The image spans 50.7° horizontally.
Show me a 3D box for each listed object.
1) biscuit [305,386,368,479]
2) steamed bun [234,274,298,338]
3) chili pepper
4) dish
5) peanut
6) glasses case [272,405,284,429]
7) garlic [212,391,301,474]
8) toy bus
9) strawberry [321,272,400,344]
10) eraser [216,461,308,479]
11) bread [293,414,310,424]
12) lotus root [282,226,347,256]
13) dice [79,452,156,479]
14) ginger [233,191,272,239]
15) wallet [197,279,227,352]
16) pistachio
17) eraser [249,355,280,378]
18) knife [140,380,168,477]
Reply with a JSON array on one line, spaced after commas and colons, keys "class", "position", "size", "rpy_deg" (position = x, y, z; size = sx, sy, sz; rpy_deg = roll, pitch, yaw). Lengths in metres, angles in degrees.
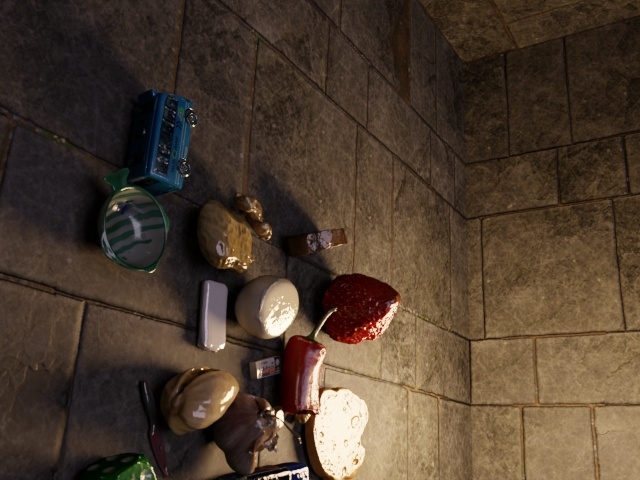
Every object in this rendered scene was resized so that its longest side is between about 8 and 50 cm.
[{"class": "biscuit", "position": [0.056, 0.642, 2.243], "size": [0.351, 0.057, 0.312], "rpy_deg": [9, 75, -56]}, {"class": "steamed bun", "position": [-0.161, 0.185, 1.929], "size": [0.228, 0.131, 0.177], "rpy_deg": [-19, 109, -60]}, {"class": "chili pepper", "position": [-0.052, 0.359, 2.063], "size": [0.135, 0.131, 0.338], "rpy_deg": [21, 68, -39]}, {"class": "dish", "position": [-0.453, -0.037, 1.554], "size": [0.224, 0.078, 0.246], "rpy_deg": [-38, 116, -56]}, {"class": "peanut", "position": [-0.254, 0.001, 1.833], "size": [0.233, 0.110, 0.196], "rpy_deg": [30, 42, -54]}, {"class": "glasses case", "position": [-0.164, 0.538, 1.924], "size": [0.170, 0.041, 0.064], "rpy_deg": [-30, 120, -58]}, {"class": "garlic", "position": [-0.146, 0.500, 1.768], "size": [0.207, 0.257, 0.207], "rpy_deg": [0, 90, -72]}, {"class": "toy bus", "position": [-0.396, -0.244, 1.667], "size": [0.134, 0.114, 0.246], "rpy_deg": [24, 64, -48]}, {"class": "strawberry", "position": [0.144, 0.223, 2.289], "size": [0.257, 0.277, 0.257], "rpy_deg": [30, 54, -52]}, {"class": "eraser", "position": [-0.155, 0.700, 1.837], "size": [0.332, 0.102, 0.155], "rpy_deg": [16, 70, -56]}, {"class": "bread", "position": [-0.052, 0.539, 2.100], "size": [0.088, 0.049, 0.033], "rpy_deg": [-55, 136, -51]}, {"class": "lotus root", "position": [0.000, 0.000, 2.221], "size": [0.261, 0.170, 0.074], "rpy_deg": [-10, 88, -54]}, {"class": "dice", "position": [-0.424, 0.528, 1.420], "size": [0.128, 0.120, 0.130], "rpy_deg": [-14, 93, -58]}, {"class": "ginger", "position": [-0.183, -0.071, 1.885], "size": [0.149, 0.065, 0.258], "rpy_deg": [55, -7, 1]}, {"class": "wallet", "position": [-0.288, 0.204, 1.810], "size": [0.095, 0.033, 0.190], "rpy_deg": [20, 65, -54]}, {"class": "pistachio", "position": [-0.290, 0.385, 1.652], "size": [0.229, 0.157, 0.157], "rpy_deg": [-16, 96, -63]}, {"class": "eraser", "position": [-0.161, 0.372, 1.980], "size": [0.122, 0.029, 0.052], "rpy_deg": [0, 83, -59]}, {"class": "knife", "position": [-0.391, 0.448, 1.593], "size": [0.035, 0.018, 0.247], "rpy_deg": [-24, 104, -61]}]
